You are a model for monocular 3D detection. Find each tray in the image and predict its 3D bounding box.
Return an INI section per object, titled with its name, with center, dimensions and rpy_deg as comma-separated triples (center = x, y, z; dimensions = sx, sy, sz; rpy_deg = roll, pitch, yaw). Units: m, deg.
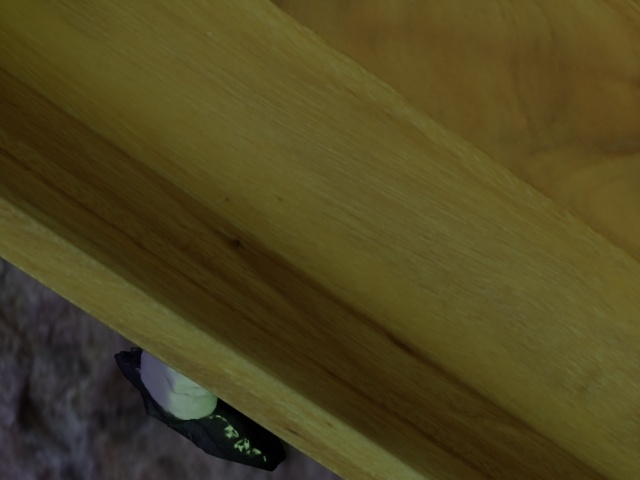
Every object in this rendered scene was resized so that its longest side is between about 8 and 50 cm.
[tray]
center = 0.098, -0.006, 0.422
dimensions = 0.411, 0.076, 0.203
rpy_deg = 34, 115, -11

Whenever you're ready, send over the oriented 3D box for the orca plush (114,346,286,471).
[orca plush]
center = 0.000, 0.000, 0.659
dimensions = 0.151, 0.102, 0.287
rpy_deg = 51, 152, 30
